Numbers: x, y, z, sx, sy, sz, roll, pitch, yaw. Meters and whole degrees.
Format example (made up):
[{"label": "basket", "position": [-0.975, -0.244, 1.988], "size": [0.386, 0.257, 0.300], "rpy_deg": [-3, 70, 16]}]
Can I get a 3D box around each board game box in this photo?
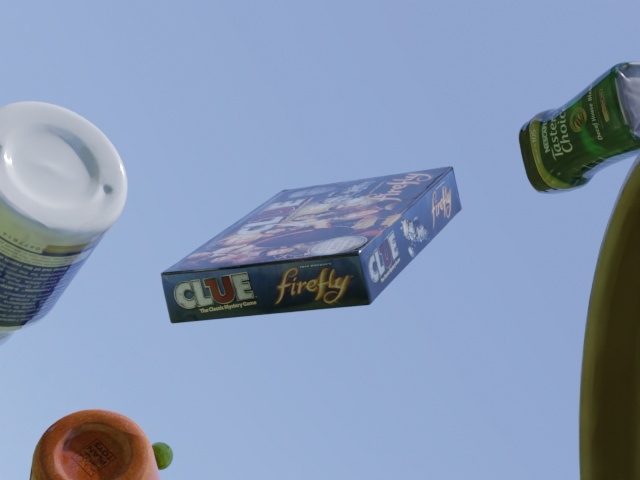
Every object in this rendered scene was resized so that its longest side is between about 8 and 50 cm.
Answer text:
[{"label": "board game box", "position": [0.000, 0.000, 1.158], "size": [0.165, 0.243, 0.042], "rpy_deg": [-7, -76, 23]}]

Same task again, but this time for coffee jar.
[{"label": "coffee jar", "position": [0.295, -0.118, 1.580], "size": [0.184, 0.079, 0.096], "rpy_deg": [-33, -117, 56]}]

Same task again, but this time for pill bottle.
[{"label": "pill bottle", "position": [-0.220, -0.001, 1.015], "size": [0.112, 0.112, 0.186], "rpy_deg": [50, -46, 8]}]

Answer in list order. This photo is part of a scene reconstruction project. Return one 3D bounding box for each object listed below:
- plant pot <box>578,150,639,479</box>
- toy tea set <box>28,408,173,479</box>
[{"label": "plant pot", "position": [0.165, 0.076, 0.452], "size": [0.237, 0.110, 0.237], "rpy_deg": [180, -90, -85]}, {"label": "toy tea set", "position": [-0.225, 0.222, 0.890], "size": [0.124, 0.336, 0.200], "rpy_deg": [97, -18, -50]}]
